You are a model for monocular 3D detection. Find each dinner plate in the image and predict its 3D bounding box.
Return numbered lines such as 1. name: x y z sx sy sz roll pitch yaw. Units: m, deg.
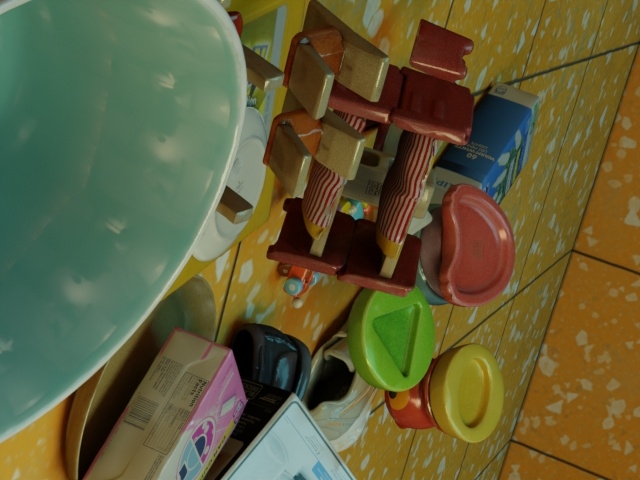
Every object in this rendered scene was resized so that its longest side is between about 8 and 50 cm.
1. dinner plate: -0.075 -0.047 1.277 0.141 0.017 0.141 -53 153 -42

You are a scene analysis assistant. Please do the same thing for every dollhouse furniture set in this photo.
1. dollhouse furniture set: 0.066 -0.125 1.568 0.374 0.152 0.201 -75 -178 -60
2. dollhouse furniture set: -0.090 -0.137 1.044 0.262 0.135 0.259 -18 138 -36

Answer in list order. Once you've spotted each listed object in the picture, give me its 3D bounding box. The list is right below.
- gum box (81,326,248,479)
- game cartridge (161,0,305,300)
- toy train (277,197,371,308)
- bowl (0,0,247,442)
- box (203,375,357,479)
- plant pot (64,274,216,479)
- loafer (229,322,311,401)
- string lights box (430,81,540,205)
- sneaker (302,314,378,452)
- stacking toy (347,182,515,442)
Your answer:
1. gum box: -0.136 0.179 1.322 0.188 0.062 0.107 -60 160 -26
2. game cartridge: -0.098 -0.119 1.233 0.285 0.052 0.324 -40 147 -56
3. toy train: 0.000 0.000 1.660 0.166 0.046 0.125 -31 145 -62
4. bowl: -0.203 -0.044 0.765 0.311 0.163 0.311 -40 155 -24
5. box: -0.101 0.297 1.435 0.290 0.087 0.169 -48 125 -24
6. plant pot: -0.167 0.137 1.342 0.236 0.032 0.236 -54 156 -38
7. loafer: -0.103 0.231 1.555 0.095 0.109 0.303 35 69 -51
8. string lights box: 0.230 -0.100 2.147 0.260 0.076 0.133 -54 158 -39
9. sneaker: 0.051 0.140 1.877 0.262 0.099 0.121 -63 157 -22
10. stacking toy: 0.105 0.076 1.800 0.279 0.130 0.309 24 69 -43
